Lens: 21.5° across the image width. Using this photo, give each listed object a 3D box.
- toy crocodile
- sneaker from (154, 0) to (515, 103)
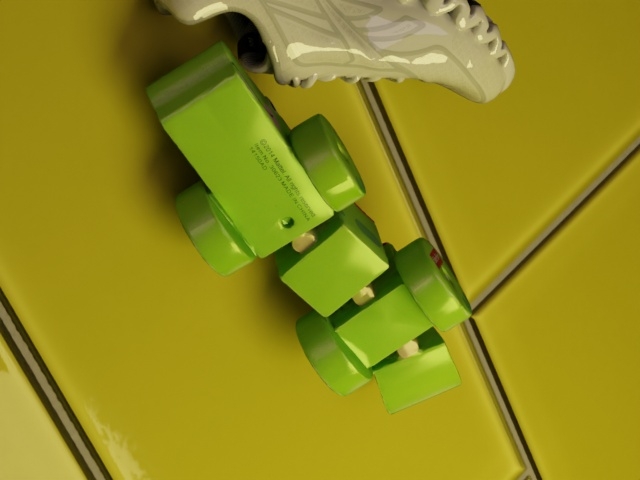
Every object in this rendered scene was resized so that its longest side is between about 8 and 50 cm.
[{"bbox_3d":[0.000,0.000,1.164,0.115,0.105,0.340,-35,121,11],"label":"toy crocodile"},{"bbox_3d":[0.009,-0.151,1.153,0.292,0.110,0.118,25,88,-33],"label":"sneaker"}]
